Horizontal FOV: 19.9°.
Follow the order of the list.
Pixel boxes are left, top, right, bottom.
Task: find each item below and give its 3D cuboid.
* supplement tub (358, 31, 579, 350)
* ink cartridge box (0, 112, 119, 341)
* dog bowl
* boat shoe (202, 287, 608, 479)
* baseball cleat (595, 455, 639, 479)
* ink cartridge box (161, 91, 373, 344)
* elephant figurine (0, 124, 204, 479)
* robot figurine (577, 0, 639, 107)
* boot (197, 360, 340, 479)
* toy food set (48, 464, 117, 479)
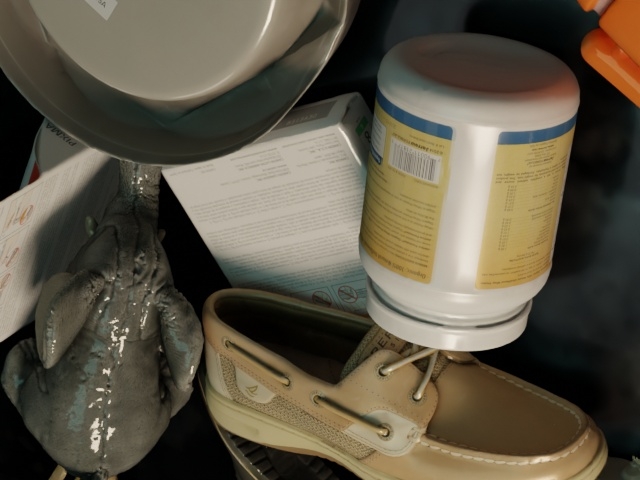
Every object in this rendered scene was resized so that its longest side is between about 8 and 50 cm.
[{"bbox_3d":[0.103,-0.036,1.319,0.144,0.144,0.199,19,118,23],"label":"supplement tub"},{"bbox_3d":[-0.246,-0.005,1.486,0.066,0.232,0.189,34,124,17],"label":"ink cartridge box"},{"bbox_3d":[-0.119,-0.235,1.395,0.349,0.102,0.349,12,116,27],"label":"dog bowl"},{"bbox_3d":[0.054,0.117,1.414,0.341,0.121,0.110,10,127,24],"label":"boat shoe"},{"bbox_3d":[0.187,0.214,1.434,0.206,0.072,0.109,9,128,32],"label":"baseball cleat"},{"bbox_3d":[0.000,0.000,1.469,0.181,0.056,0.224,-12,122,34],"label":"ink cartridge box"},{"bbox_3d":[-0.169,0.063,1.476,0.186,0.169,0.239,42,135,24],"label":"elephant figurine"},{"bbox_3d":[0.252,-0.161,1.191,0.219,0.128,0.158,47,165,6],"label":"robot figurine"},{"bbox_3d":[-0.064,0.204,1.573,0.198,0.077,0.137,57,140,10],"label":"boot"},{"bbox_3d":[-0.199,0.248,1.688,0.122,0.019,0.078,44,116,20],"label":"toy food set"}]
